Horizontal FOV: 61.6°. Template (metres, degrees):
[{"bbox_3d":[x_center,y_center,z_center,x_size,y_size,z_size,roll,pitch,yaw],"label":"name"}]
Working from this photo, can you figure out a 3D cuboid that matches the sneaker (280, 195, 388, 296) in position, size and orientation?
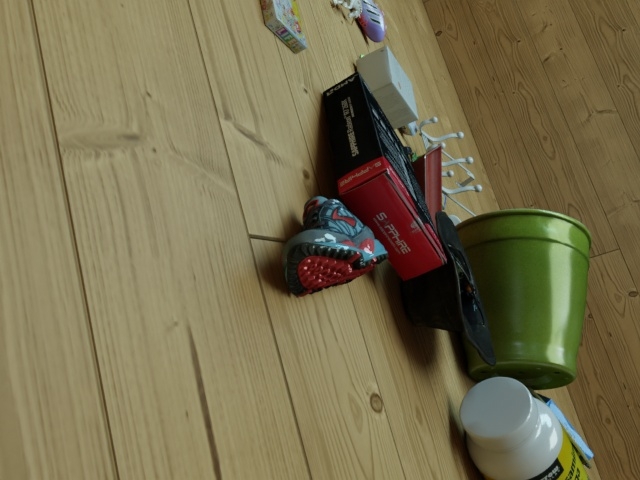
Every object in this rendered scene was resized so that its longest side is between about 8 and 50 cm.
[{"bbox_3d":[0.000,0.000,0.742,0.125,0.104,0.262,58,16,12],"label":"sneaker"}]

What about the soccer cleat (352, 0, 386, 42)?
[{"bbox_3d":[0.113,-0.694,1.567,0.095,0.083,0.247,-30,104,-36],"label":"soccer cleat"}]

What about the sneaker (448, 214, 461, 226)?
[{"bbox_3d":[0.430,0.024,1.614,0.094,0.080,0.212,14,55,-75],"label":"sneaker"}]

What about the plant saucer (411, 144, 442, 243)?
[{"bbox_3d":[0.248,-0.086,1.268,0.258,0.048,0.258,-37,127,-65],"label":"plant saucer"}]

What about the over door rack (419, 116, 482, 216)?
[{"bbox_3d":[0.414,-0.190,1.577,0.324,0.108,0.239,39,35,-42],"label":"over door rack"}]

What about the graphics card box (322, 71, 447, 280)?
[{"bbox_3d":[0.109,-0.131,0.994,0.232,0.094,0.370,49,23,-35],"label":"graphics card box"}]

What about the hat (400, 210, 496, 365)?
[{"bbox_3d":[0.237,0.103,1.074,0.331,0.134,0.331,54,26,-42],"label":"hat"}]

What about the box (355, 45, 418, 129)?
[{"bbox_3d":[0.174,-0.391,1.396,0.170,0.091,0.130,36,43,-50],"label":"box"}]

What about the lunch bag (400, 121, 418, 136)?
[{"bbox_3d":[0.251,-0.352,1.576,0.071,0.053,0.083,50,20,-38],"label":"lunch bag"}]

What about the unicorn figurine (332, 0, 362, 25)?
[{"bbox_3d":[0.068,-0.646,1.419,0.111,0.060,0.161,-35,128,-42],"label":"unicorn figurine"}]

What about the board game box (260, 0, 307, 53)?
[{"bbox_3d":[-0.076,-0.440,1.004,0.103,0.026,0.154,22,50,-57],"label":"board game box"}]

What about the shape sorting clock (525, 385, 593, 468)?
[{"bbox_3d":[0.533,0.421,1.215,0.206,0.040,0.206,55,0,1],"label":"shape sorting clock"}]

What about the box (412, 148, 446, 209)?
[{"bbox_3d":[0.318,-0.180,1.576,0.179,0.043,0.105,62,25,-16],"label":"box"}]

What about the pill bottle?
[{"bbox_3d":[0.413,0.437,1.087,0.333,0.188,0.187,55,27,-26],"label":"pill bottle"}]

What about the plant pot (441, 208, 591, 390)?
[{"bbox_3d":[0.481,0.167,1.316,0.366,0.367,0.352,42,47,-45],"label":"plant pot"}]

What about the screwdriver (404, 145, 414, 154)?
[{"bbox_3d":[0.263,-0.260,1.562,0.170,0.024,0.025,-22,119,-67],"label":"screwdriver"}]

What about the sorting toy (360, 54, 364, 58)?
[{"bbox_3d":[0.130,-0.467,1.468,0.083,0.012,0.062,51,29,-33],"label":"sorting toy"}]
